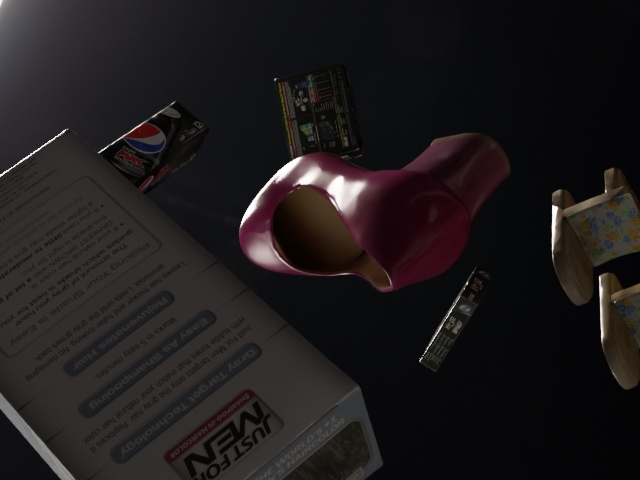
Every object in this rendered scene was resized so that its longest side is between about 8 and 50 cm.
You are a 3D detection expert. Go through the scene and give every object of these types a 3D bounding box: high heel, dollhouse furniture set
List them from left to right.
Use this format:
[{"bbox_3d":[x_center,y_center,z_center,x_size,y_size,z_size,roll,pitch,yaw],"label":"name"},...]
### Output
[{"bbox_3d":[0.000,0.000,1.366,0.127,0.181,0.377,53,-36,-11],"label":"high heel"},{"bbox_3d":[0.288,0.054,0.913,0.212,0.161,0.242,-24,-63,23],"label":"dollhouse furniture set"}]

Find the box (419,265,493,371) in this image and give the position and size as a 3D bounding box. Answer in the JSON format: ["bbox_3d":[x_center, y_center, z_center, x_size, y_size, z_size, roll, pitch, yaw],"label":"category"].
[{"bbox_3d":[0.124,0.071,1.327,0.018,0.067,0.083,31,-61,4],"label":"box"}]

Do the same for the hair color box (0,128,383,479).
[{"bbox_3d":[-0.148,0.088,1.097,0.374,0.185,0.113,39,-21,36],"label":"hair color box"}]

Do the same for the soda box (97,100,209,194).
[{"bbox_3d":[-0.196,-0.089,1.611,0.053,0.169,0.060,39,-49,7],"label":"soda box"}]

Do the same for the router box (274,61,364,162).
[{"bbox_3d":[-0.001,-0.156,1.852,0.092,0.122,0.038,-13,-12,11],"label":"router box"}]
